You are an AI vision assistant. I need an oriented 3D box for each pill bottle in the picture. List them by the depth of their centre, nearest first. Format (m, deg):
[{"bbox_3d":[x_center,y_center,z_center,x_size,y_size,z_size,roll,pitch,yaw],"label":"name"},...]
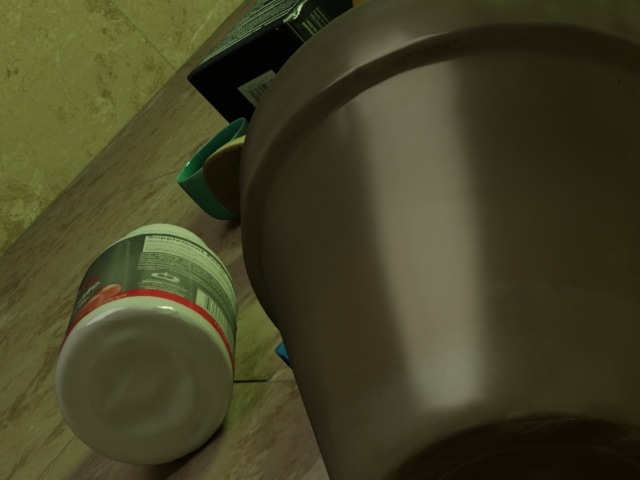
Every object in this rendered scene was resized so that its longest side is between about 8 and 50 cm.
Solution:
[{"bbox_3d":[-0.177,0.092,1.628,0.176,0.176,0.318,-40,16,11],"label":"pill bottle"}]

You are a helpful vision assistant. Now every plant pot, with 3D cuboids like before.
[{"bbox_3d":[0.112,0.053,0.870,0.323,0.323,0.280,-35,34,27],"label":"plant pot"}]

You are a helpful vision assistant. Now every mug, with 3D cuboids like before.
[{"bbox_3d":[-0.112,-0.100,2.118,0.158,0.097,0.129,-50,16,-26],"label":"mug"}]

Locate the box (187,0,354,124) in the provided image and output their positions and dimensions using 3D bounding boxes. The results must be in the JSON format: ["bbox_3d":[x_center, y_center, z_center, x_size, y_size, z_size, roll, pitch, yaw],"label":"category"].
[{"bbox_3d":[0.016,-0.298,2.163,0.294,0.183,0.296,-53,18,-27],"label":"box"}]

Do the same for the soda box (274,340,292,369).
[{"bbox_3d":[0.060,0.050,1.358,0.210,0.067,0.071,-45,16,-9],"label":"soda box"}]

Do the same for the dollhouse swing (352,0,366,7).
[{"bbox_3d":[0.169,-0.270,1.485,0.315,0.305,0.347,-30,46,4],"label":"dollhouse swing"}]

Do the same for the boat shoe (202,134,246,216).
[{"bbox_3d":[-0.002,-0.110,1.861,0.341,0.122,0.110,-13,27,42],"label":"boat shoe"}]
